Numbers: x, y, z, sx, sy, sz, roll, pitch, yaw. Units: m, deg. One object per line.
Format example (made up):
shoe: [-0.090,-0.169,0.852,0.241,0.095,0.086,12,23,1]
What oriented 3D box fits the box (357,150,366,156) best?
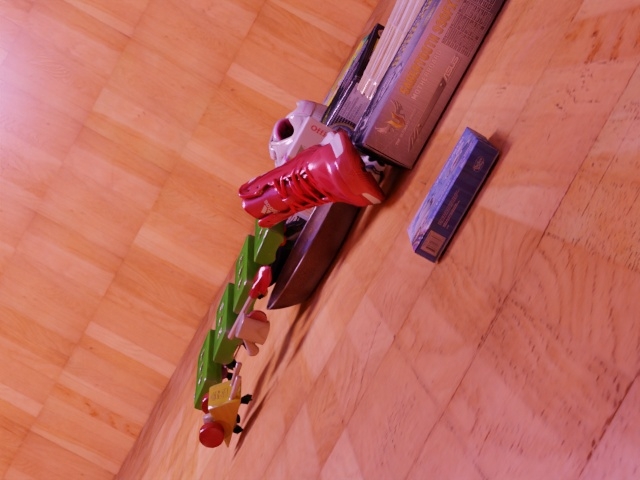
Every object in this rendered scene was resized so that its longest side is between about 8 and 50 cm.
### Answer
box: [0.060,-0.135,1.939,0.083,0.018,0.067,-63,5,-19]

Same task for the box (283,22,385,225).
box: [0.028,-0.157,2.140,0.270,0.060,0.216,-58,6,30]

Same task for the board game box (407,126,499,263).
board game box: [0.093,-0.034,1.053,0.090,0.020,0.090,-61,4,9]

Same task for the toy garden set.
toy garden set: [-0.077,0.093,1.624,0.204,0.049,0.244,-93,24,-61]

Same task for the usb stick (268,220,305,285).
usb stick: [-0.056,0.017,1.872,0.278,0.045,0.077,-29,-39,-81]

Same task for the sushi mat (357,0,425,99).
sushi mat: [0.132,-0.293,1.649,0.316,0.019,0.151,-66,27,10]

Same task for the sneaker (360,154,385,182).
sneaker: [0.057,-0.082,1.634,0.037,0.032,0.083,-54,16,14]

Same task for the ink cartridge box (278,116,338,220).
ink cartridge box: [-0.009,-0.093,1.991,0.122,0.088,0.052,-62,5,-5]

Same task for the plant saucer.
plant saucer: [0.000,0.000,1.701,0.198,0.036,0.198,-60,4,8]

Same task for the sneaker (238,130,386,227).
sneaker: [-0.012,-0.046,1.505,0.128,0.087,0.221,-32,4,0]

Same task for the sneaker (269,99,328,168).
sneaker: [-0.030,-0.148,2.374,0.252,0.111,0.103,-55,8,50]

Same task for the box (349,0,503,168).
box: [0.111,-0.184,1.487,0.231,0.056,0.183,-61,4,2]

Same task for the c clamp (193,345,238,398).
c clamp: [-0.158,0.199,2.262,0.160,0.022,0.137,-54,9,54]

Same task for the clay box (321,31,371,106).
clay box: [0.042,-0.243,2.510,0.127,0.053,0.222,-64,7,-33]
